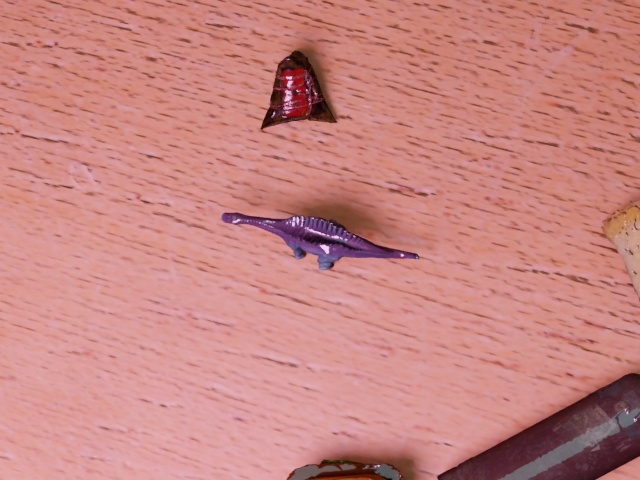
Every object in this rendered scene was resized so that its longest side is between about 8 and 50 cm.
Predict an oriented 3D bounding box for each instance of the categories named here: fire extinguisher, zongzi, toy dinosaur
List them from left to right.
[{"bbox_3d":[-0.014,-0.142,1.261,0.073,0.067,0.083,15,103,-3],"label":"zongzi"},{"bbox_3d":[0.000,0.000,1.217,0.197,0.080,0.045,12,81,8],"label":"toy dinosaur"},{"bbox_3d":[0.243,0.191,1.152,0.267,0.089,0.072,-29,112,5],"label":"fire extinguisher"}]

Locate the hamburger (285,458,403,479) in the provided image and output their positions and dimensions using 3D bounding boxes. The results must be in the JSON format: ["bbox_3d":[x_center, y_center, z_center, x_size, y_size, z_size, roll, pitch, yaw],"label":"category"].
[{"bbox_3d":[0.020,0.288,1.170,0.137,0.087,0.166,-2,80,7],"label":"hamburger"}]

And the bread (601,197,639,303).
[{"bbox_3d":[0.462,-0.012,1.174,0.315,0.279,0.248,-14,78,-39],"label":"bread"}]
